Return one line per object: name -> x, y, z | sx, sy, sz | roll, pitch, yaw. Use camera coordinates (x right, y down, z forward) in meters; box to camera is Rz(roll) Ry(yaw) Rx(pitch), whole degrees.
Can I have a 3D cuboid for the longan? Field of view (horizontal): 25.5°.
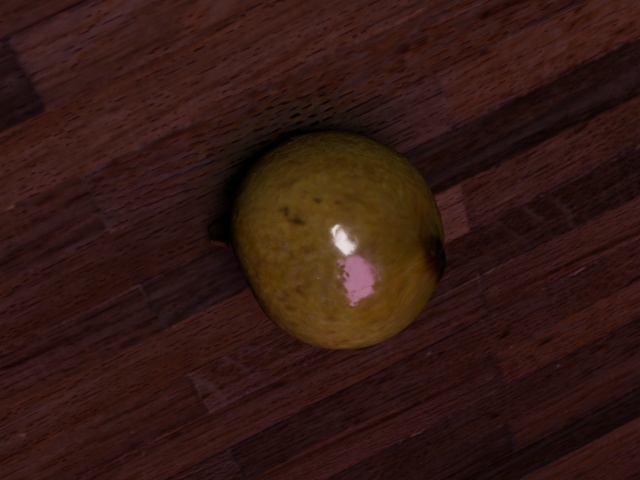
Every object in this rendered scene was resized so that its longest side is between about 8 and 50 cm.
longan -> 0.000, 0.000, 0.956 | 0.176, 0.145, 0.154 | 4, 118, 19
